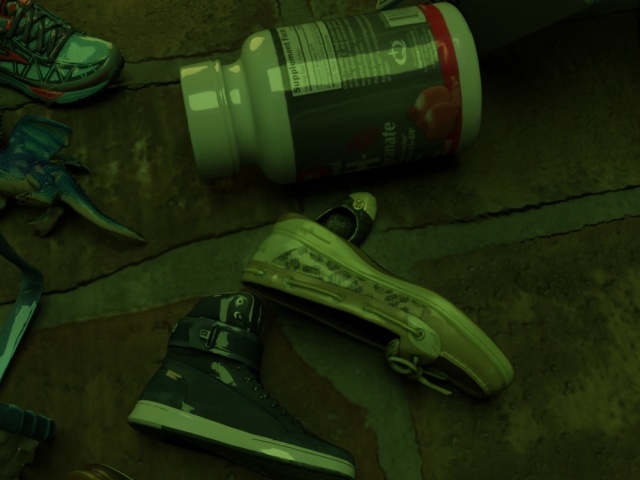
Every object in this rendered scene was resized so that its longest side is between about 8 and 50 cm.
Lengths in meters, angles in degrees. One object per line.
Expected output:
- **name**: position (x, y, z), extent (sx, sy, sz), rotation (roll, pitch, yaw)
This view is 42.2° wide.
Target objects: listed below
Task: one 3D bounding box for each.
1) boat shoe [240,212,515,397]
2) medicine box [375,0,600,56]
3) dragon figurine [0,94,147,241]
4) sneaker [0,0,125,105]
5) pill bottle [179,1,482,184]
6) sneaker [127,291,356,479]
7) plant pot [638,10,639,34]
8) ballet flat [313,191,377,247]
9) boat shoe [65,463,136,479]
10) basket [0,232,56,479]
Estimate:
- **boat shoe**: position (0.056, 0.082, 0.831), extent (0.285, 0.104, 0.089), rotation (31, 68, 13)
- **medicine box**: position (0.228, -0.395, 0.986), extent (0.149, 0.263, 0.289), rotation (25, 77, -21)
- **dragon figurine**: position (-0.326, -0.089, 0.967), extent (0.289, 0.085, 0.144), rotation (12, 59, 11)
- **sneaker**: position (-0.380, -0.254, 1.051), extent (0.262, 0.125, 0.104), rotation (12, 59, 9)
- **pill bottle**: position (0.008, -0.161, 0.949), extent (0.319, 0.176, 0.176), rotation (-11, 58, -5)
- **sneaker**: position (-0.055, 0.139, 0.811), extent (0.226, 0.086, 0.163), rotation (16, 62, 13)
- **plant pot**: position (0.535, -0.362, 0.959), extent (0.367, 0.353, 0.366), rotation (0, 57, 1)
- **ballet flat**: position (0.000, 0.000, 0.921), extent (0.173, 0.049, 0.057), rotation (-39, 65, -21)
- **boat shoe**: position (-0.142, 0.273, 0.744), extent (0.207, 0.073, 0.073), rotation (38, 28, 19)
- **basket**: position (-0.341, 0.124, 0.732), extent (0.201, 0.255, 0.289), rotation (20, 70, 6)
